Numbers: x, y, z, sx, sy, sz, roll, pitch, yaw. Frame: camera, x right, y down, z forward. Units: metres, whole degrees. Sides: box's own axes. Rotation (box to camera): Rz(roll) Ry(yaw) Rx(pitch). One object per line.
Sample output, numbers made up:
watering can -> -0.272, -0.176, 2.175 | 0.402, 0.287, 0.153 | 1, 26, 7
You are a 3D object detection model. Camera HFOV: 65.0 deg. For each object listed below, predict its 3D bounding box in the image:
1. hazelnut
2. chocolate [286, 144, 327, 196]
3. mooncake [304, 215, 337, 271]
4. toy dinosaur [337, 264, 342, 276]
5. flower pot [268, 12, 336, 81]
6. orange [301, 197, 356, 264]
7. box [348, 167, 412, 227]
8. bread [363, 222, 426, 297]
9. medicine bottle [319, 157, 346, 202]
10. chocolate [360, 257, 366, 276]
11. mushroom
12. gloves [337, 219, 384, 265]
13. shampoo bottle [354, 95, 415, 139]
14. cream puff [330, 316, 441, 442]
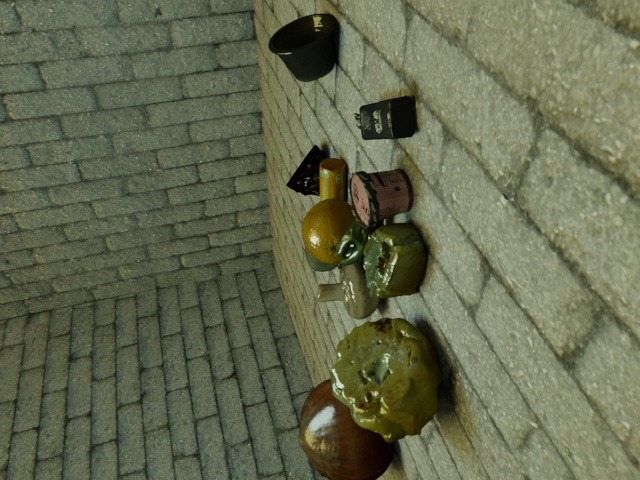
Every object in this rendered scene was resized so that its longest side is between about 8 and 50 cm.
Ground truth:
hazelnut -> 0.099, 0.741, 1.966 | 0.359, 0.359, 0.409 | 103, 162, -61
chocolate -> -0.010, -0.257, 2.044 | 0.177, 0.206, 0.224 | 35, -178, -7
mooncake -> 0.000, 0.000, 2.112 | 0.275, 0.135, 0.275 | 177, 90, -80
toy dinosaur -> 0.086, 0.125, 2.131 | 0.060, 0.029, 0.119 | 78, 175, -64
flower pot -> -0.041, -0.625, 1.668 | 0.235, 0.235, 0.148 | -115, 0, -46
orange -> 0.041, -0.032, 1.738 | 0.236, 0.236, 0.236 | 169, 90, -77
box -> 0.161, -0.121, 1.336 | 0.151, 0.135, 0.151 | 165, 90, -78
bread -> 0.193, 0.049, 1.367 | 0.257, 0.124, 0.186 | 102, 154, -57
medicine bottle -> 0.045, -0.201, 1.856 | 0.096, 0.096, 0.192 | -116, 19, -49
chocolate -> 0.162, 0.055, 1.606 | 0.125, 0.080, 0.148 | -139, 37, -69
mushroom -> 0.092, 0.170, 1.712 | 0.207, 0.215, 0.207 | 174, 90, -86
gloves -> 0.128, -0.019, 1.503 | 0.107, 0.135, 0.268 | 56, 134, 26
shampoo bottle -> 0.158, -0.316, 1.327 | 0.309, 0.071, 0.098 | -140, 38, -74
cream puff -> 0.202, 0.392, 1.409 | 0.324, 0.291, 0.257 | 39, 171, 49
